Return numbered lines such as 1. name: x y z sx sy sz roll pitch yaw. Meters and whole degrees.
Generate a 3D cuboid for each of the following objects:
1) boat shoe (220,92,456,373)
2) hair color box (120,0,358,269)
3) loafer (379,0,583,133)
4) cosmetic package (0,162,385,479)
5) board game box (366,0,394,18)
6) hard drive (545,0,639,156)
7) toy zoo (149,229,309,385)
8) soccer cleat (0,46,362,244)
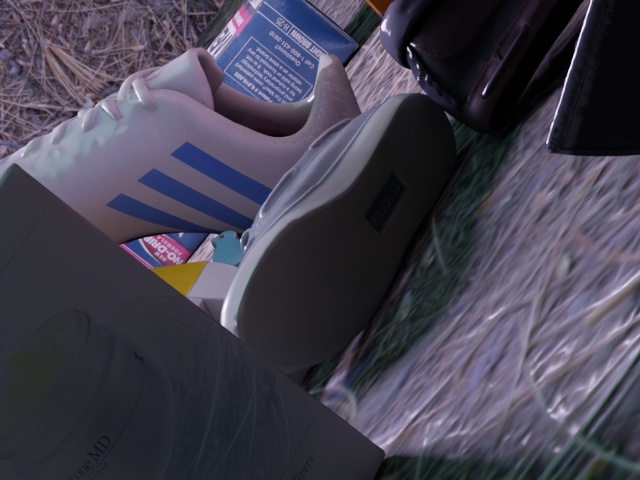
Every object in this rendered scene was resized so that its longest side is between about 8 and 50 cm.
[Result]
1. boat shoe: 0.000 -0.001 1.058 0.081 0.079 0.227 -14 29 46
2. hair color box: -0.116 -0.101 1.810 0.347 0.105 0.174 -51 11 6
3. loafer: 0.167 -0.187 1.034 0.302 0.095 0.109 -45 -23 19
4. cosmetic package: -0.130 0.130 0.806 0.138 0.224 0.224 -35 20 56
5. board game box: 0.030 -0.405 1.004 0.356 0.356 0.356 -40 -23 7
6. hard drive: 0.177 -0.160 0.777 0.255 0.054 0.172 -56 -15 -39
7. toy zoo: -0.113 0.104 1.071 0.192 0.030 0.293 0 44 33
8. soccer cleat: -0.130 -0.060 1.214 0.116 0.331 0.143 -98 2 -64
